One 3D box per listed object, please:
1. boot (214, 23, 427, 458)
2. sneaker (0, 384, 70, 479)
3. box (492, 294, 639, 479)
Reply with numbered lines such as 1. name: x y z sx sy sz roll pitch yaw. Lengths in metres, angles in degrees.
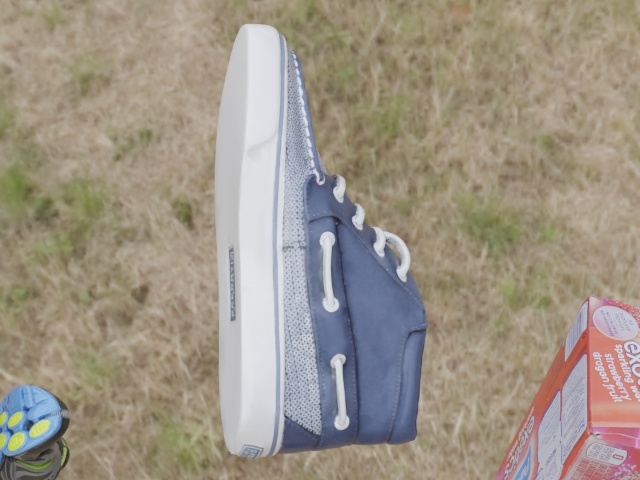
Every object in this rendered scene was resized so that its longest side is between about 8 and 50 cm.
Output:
1. boot: 0.000 0.000 0.480 0.086 0.069 0.190 1 89 -16
2. sneaker: -0.270 0.188 1.009 0.078 0.188 0.067 12 57 -25
3. box: 0.205 0.179 0.764 0.122 0.257 0.128 15 42 1
